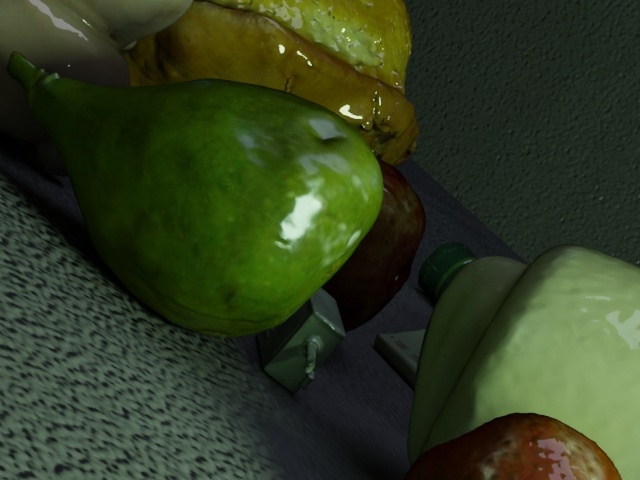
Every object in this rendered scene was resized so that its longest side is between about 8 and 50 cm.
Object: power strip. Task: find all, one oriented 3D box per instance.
[{"bbox_3d":[-0.016,0.090,1.657,0.042,0.075,0.175,39,8,-14],"label":"power strip"}]

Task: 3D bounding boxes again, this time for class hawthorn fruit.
[{"bbox_3d":[0.142,0.227,1.337,0.179,0.179,0.200,37,18,-15],"label":"hawthorn fruit"}]

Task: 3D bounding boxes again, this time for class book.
[{"bbox_3d":[0.190,0.151,2.091,0.232,0.022,0.162,-3,37,-42],"label":"book"}]

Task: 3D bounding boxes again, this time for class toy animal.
[{"bbox_3d":[-0.230,-0.208,1.683,0.210,0.221,0.229,42,42,-6],"label":"toy animal"}]

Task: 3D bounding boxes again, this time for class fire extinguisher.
[{"bbox_3d":[0.257,0.123,2.550,0.093,0.118,0.294,-15,45,-34],"label":"fire extinguisher"}]

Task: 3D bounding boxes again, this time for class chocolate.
[{"bbox_3d":[0.211,0.168,1.558,0.297,0.314,0.326,23,32,2],"label":"chocolate"}]

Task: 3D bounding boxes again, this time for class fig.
[{"bbox_3d":[0.001,-0.001,1.872,0.205,0.205,0.205,38,9,-7],"label":"fig"},{"bbox_3d":[-0.100,-0.055,1.580,0.314,0.233,0.233,39,8,30],"label":"fig"}]

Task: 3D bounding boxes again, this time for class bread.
[{"bbox_3d":[-0.083,-0.186,1.964,0.398,0.215,0.398,10,-19,3],"label":"bread"}]
